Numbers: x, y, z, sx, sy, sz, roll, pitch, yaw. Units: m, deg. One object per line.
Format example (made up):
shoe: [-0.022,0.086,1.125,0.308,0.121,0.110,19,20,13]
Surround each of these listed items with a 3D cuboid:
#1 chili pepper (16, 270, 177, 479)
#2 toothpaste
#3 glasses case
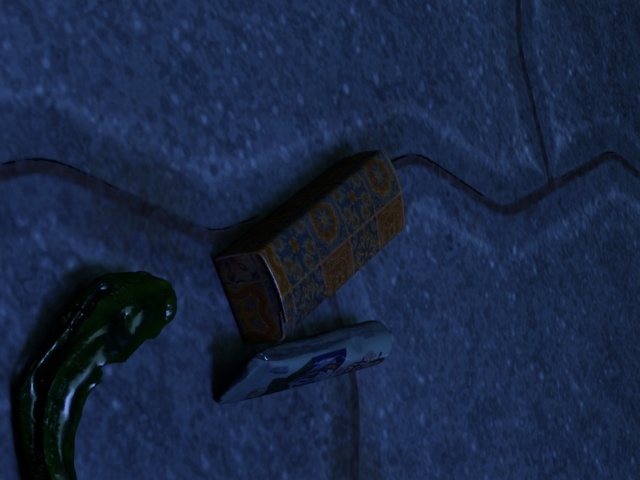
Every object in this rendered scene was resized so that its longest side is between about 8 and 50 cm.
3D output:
chili pepper: [-0.144,0.084,0.902,0.073,0.050,0.182,60,40,-39]
toothpaste: [-0.001,0.091,1.120,0.038,0.060,0.233,53,27,17]
glasses case: [0.000,0.000,1.142,0.218,0.049,0.075,-40,115,-53]
